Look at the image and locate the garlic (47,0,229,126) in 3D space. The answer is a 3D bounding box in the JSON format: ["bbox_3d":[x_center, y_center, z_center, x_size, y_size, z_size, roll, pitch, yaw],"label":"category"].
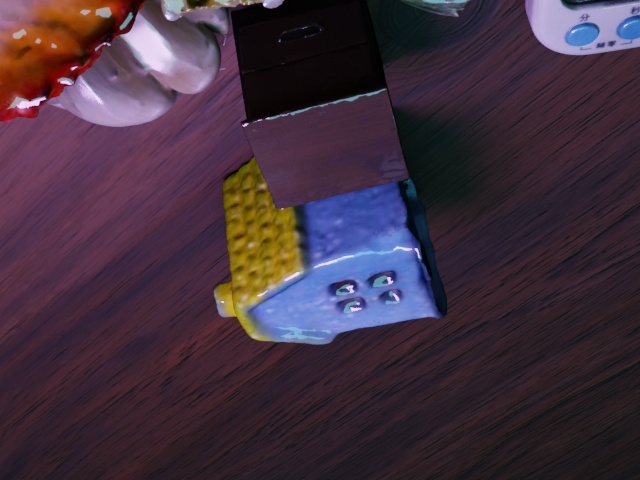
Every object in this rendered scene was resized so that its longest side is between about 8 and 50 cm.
[{"bbox_3d":[-0.235,-0.241,1.444,0.237,0.210,0.292,-43,138,-12],"label":"garlic"}]

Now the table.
[{"bbox_3d":[-0.003,-0.178,1.501,0.169,0.193,0.172,-13,143,6],"label":"table"}]

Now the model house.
[{"bbox_3d":[0.000,0.000,1.702,0.303,0.237,0.215,-12,144,4],"label":"model house"}]

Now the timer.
[{"bbox_3d":[0.371,-0.327,1.474,0.262,0.087,0.237,-9,144,-1],"label":"timer"}]

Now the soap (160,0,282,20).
[{"bbox_3d":[-0.109,-0.350,1.277,0.135,0.076,0.233,-9,122,-9],"label":"soap"}]

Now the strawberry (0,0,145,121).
[{"bbox_3d":[-0.324,-0.250,1.246,0.336,0.149,0.265,-20,101,-7],"label":"strawberry"}]

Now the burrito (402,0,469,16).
[{"bbox_3d":[0.070,-0.331,1.420,0.309,0.066,0.096,17,139,-32],"label":"burrito"}]
